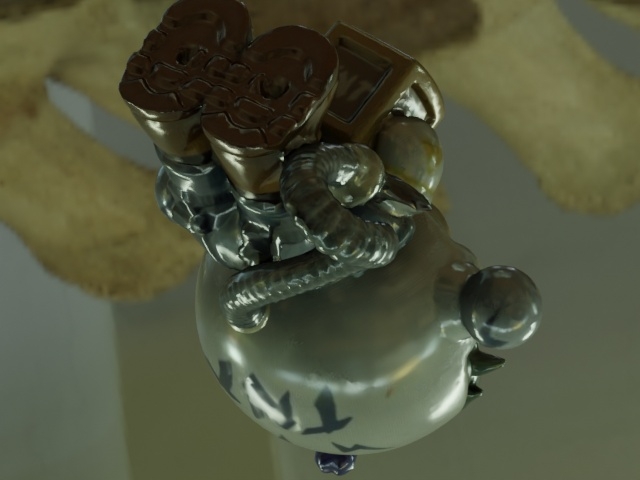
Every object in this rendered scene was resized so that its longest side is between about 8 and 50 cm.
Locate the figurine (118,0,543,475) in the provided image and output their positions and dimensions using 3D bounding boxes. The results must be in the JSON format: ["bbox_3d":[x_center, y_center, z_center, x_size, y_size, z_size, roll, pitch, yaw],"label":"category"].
[{"bbox_3d":[-0.002,-0.003,1.131,0.186,0.382,0.261,-43,-122,-15],"label":"figurine"}]
